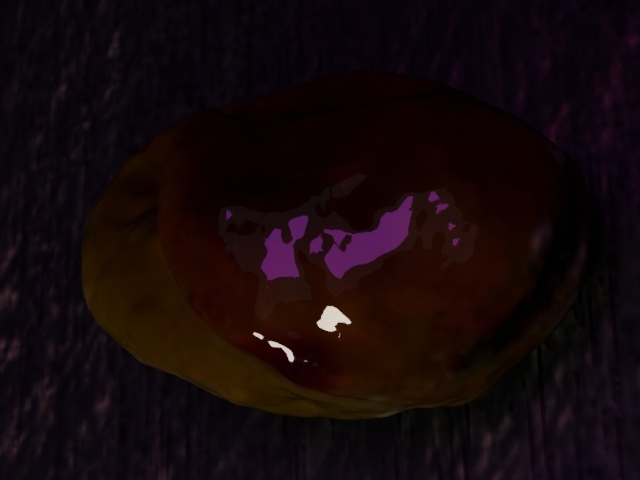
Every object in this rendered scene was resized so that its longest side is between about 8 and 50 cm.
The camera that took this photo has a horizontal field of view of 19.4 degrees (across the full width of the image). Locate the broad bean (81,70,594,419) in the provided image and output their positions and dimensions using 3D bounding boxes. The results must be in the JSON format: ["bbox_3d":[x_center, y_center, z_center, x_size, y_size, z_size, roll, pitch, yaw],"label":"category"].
[{"bbox_3d":[-0.001,-0.003,0.788,0.228,0.122,0.156,7,72,27],"label":"broad bean"}]
